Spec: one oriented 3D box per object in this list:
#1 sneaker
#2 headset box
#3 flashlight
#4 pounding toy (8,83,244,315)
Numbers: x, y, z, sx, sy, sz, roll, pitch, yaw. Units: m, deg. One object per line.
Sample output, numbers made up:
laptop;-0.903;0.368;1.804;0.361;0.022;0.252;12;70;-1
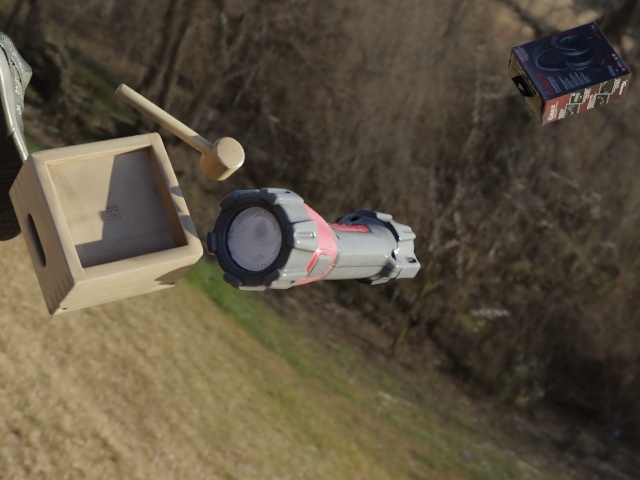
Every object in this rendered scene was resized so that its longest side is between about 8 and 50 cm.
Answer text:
sneaker;-0.340;-0.119;1.222;0.087;0.227;0.130;-5;25;2
headset box;0.193;-0.132;0.923;0.083;0.032;0.062;-18;58;-10
flashlight;0.000;0.000;1.208;0.103;0.103;0.304;-8;-3;25
pounding toy;-0.175;-0.046;1.083;0.206;0.094;0.181;-13;74;-32
